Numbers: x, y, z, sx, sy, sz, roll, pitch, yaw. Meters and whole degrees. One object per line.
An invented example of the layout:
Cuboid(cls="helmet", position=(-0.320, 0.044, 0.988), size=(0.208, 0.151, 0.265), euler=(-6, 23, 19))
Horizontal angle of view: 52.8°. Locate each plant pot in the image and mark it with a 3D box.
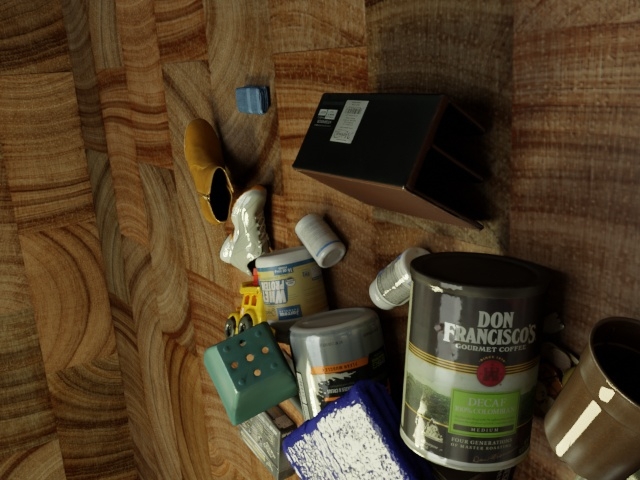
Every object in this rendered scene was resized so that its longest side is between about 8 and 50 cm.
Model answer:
Cuboid(cls="plant pot", position=(0.380, 0.212, 0.819), size=(0.167, 0.167, 0.165), euler=(50, 138, 34))
Cuboid(cls="plant pot", position=(-0.145, 0.269, 1.360), size=(0.165, 0.166, 0.234), euler=(61, 165, 16))

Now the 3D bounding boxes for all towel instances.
Cuboid(cls="towel", position=(-0.163, -0.338, 1.551), size=(0.119, 0.029, 0.067), euler=(19, 117, 51))
Cuboid(cls="towel", position=(0.066, 0.393, 1.136), size=(0.227, 0.076, 0.308), euler=(57, 138, 17))

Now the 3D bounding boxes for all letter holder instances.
Cuboid(cls="letter holder", position=(0.138, -0.135, 1.096), size=(0.302, 0.215, 0.151), euler=(18, 85, 53))

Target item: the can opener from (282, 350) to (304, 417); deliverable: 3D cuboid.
Cuboid(cls="can opener", position=(-0.048, 0.389, 1.637), size=(0.283, 0.076, 0.095), euler=(40, 165, 41))

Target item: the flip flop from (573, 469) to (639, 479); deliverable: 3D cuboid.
Cuboid(cls="flip flop", position=(0.431, 0.345, 0.875), size=(0.112, 0.080, 0.277), euler=(62, 145, 20))

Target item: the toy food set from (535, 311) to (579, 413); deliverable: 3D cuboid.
Cuboid(cls="toy food set", position=(0.357, 0.219, 0.976), size=(0.192, 0.039, 0.132), euler=(64, 145, 17))

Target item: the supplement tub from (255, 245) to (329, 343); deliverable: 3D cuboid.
Cuboid(cls="supplement tub", position=(-0.060, 0.120, 1.463), size=(0.144, 0.144, 0.199), euler=(-5, 97, 57))

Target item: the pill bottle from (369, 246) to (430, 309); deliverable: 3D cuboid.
Cuboid(cls="pill bottle", position=(0.150, 0.074, 1.193), size=(0.137, 0.078, 0.078), euler=(-47, 63, 52))

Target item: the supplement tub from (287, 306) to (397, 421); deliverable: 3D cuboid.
Cuboid(cls="supplement tub", position=(0.053, 0.309, 1.323), size=(0.194, 0.194, 0.315), euler=(-4, 99, 57))

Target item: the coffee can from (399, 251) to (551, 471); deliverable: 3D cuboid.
Cuboid(cls="coffee can", position=(0.229, 0.173, 0.977), size=(0.202, 0.202, 0.275), euler=(19, 112, 52))

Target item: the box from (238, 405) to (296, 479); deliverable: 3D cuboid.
Cuboid(cls="box", position=(-0.156, 0.544, 1.848), size=(0.231, 0.056, 0.182), euler=(32, 128, 47))

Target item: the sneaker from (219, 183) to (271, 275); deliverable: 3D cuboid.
Cuboid(cls="sneaker", position=(-0.164, -0.022, 1.636), size=(0.121, 0.099, 0.262), euler=(36, 130, 17))

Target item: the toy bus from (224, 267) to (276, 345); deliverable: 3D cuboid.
Cuboid(cls="toy bus", position=(-0.148, 0.158, 1.628), size=(0.220, 0.150, 0.211), euler=(-8, 82, 59))

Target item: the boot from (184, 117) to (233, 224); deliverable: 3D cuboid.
Cuboid(cls="boot", position=(-0.278, -0.186, 1.663), size=(0.211, 0.104, 0.294), euler=(178, 83, -72))

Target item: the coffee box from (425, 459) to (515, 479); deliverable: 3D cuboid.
Cuboid(cls="coffee box", position=(0.228, 0.469, 1.146), size=(0.119, 0.168, 0.297), euler=(36, 130, 45))

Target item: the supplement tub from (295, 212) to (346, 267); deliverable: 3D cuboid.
Cuboid(cls="supplement tub", position=(0.000, 0.000, 1.398), size=(0.107, 0.071, 0.071), euler=(54, 141, 30))
